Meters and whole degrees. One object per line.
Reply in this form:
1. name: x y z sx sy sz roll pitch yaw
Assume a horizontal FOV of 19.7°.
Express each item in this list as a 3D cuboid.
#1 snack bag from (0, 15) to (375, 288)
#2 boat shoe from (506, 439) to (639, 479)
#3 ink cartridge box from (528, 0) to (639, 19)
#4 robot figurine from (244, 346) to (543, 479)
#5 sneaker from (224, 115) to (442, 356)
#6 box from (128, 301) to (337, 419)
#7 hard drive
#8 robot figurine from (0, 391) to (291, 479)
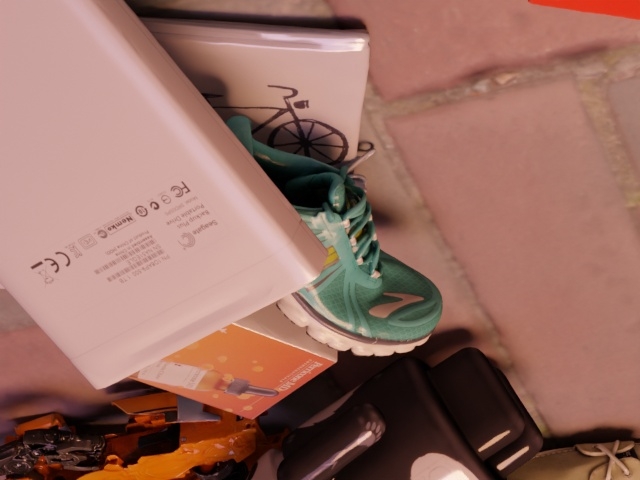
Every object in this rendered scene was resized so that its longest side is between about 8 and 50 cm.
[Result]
1. snack bag: -0.119 -0.059 1.460 0.323 0.037 0.342 4 143 -3
2. boat shoe: 0.293 0.235 1.809 0.302 0.109 0.094 2 129 -17
3. ink cartridge box: 0.291 -0.214 1.224 0.239 0.060 0.275 6 143 -9
4. robot figurine: 0.059 0.214 1.679 0.278 0.173 0.209 -35 110 8
5. sneaker: 0.000 0.000 1.424 0.275 0.107 0.110 32 123 -31
6. box: -0.090 0.062 1.518 0.170 0.091 0.130 22 141 -28
7. hard drive: -0.190 -0.068 1.329 0.233 0.047 0.353 -27 112 32
8. robot figurine: -0.177 0.219 1.794 0.291 0.085 0.211 -10 142 14
